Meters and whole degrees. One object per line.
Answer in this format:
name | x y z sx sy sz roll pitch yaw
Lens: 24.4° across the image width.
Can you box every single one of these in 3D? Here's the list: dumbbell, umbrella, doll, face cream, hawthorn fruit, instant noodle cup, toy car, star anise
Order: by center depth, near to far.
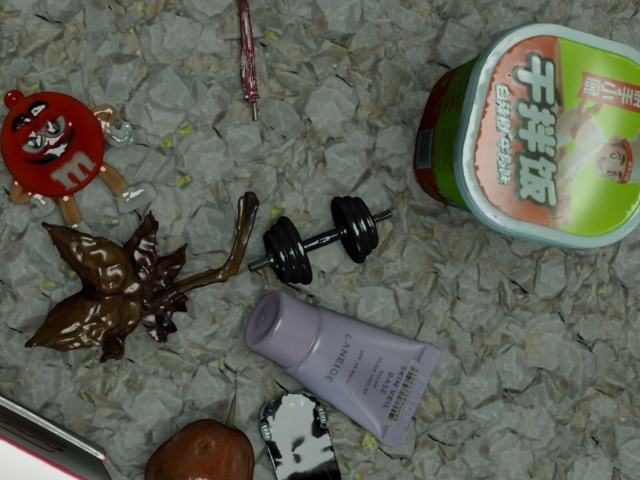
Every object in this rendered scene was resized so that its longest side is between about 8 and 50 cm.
star anise | -0.226 0.038 1.911 0.346 0.148 0.237 -29 115 2
doll | -0.327 -0.109 1.922 0.183 0.085 0.217 -32 108 -9
hawthorn fruit | -0.139 0.300 1.945 0.189 0.149 0.149 -40 100 -4
instant noodle cup | 0.265 -0.133 1.945 0.293 0.308 0.294 -1 93 -14
dumbbell | 0.000 0.000 1.994 0.208 0.099 0.099 -21 97 -12
umbrella | -0.098 -0.244 1.998 0.025 0.027 0.165 -3 94 23
face cream | 0.030 0.165 2.020 0.274 0.096 0.154 28 80 -25
toy car | -0.022 0.307 2.020 0.095 0.056 0.205 -17 94 -13

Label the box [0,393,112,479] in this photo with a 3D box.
box | -0.456 0.340 1.793 0.312 0.300 0.314 30 85 -12
